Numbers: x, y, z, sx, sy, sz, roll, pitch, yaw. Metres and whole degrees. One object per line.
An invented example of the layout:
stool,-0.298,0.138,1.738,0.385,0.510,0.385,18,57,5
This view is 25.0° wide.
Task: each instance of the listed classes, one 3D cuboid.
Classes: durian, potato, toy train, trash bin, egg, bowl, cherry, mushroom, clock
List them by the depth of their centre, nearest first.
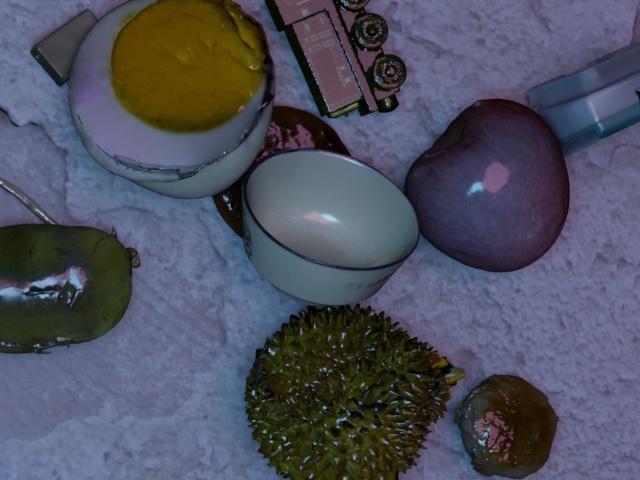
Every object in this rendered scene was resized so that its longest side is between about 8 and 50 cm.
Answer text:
potato,-0.359,0.060,1.822,0.248,0.143,0.169,0,75,-17
bowl,0.000,0.000,1.889,0.238,0.126,0.237,12,38,-10
egg,-0.186,-0.180,1.891,0.264,0.174,0.286,-14,69,-1
durian,0.037,0.207,1.892,0.293,0.258,0.258,-37,97,-35
mushroom,-0.362,-0.035,1.895,0.286,0.026,0.028,29,62,-12
trash bin,-0.327,-0.257,1.911,0.092,0.043,0.061,-43,99,-17
cherry,0.246,-0.065,1.994,0.239,0.206,0.239,6,74,-20
toy train,0.024,-0.269,2.005,0.137,0.090,0.225,-24,93,-11
clock,0.431,-0.219,2.055,0.262,0.231,0.116,-26,90,-18

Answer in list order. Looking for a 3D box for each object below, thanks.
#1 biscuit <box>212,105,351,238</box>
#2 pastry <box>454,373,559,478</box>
biscuit,-0.049,-0.082,1.989,0.212,0.036,0.212,1,86,-18
pastry,0.263,0.263,2.038,0.153,0.081,0.153,2,83,-14
